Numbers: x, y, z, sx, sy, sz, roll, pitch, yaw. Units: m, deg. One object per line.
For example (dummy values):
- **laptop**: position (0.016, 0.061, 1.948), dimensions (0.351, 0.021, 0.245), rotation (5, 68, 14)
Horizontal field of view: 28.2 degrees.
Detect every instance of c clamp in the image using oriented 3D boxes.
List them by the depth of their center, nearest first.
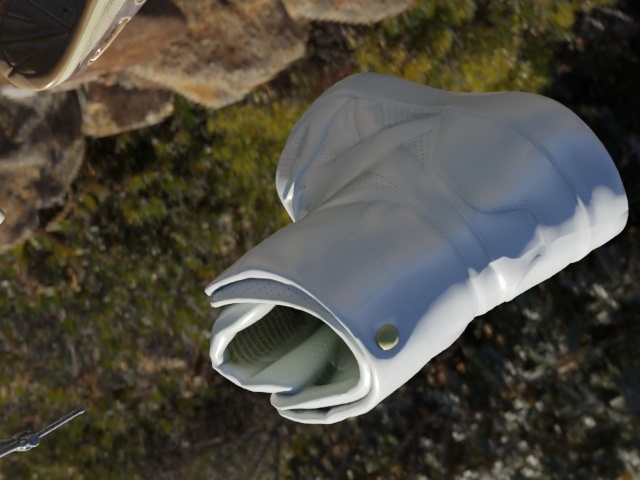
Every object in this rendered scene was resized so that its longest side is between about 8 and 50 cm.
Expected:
- **c clamp**: position (-0.308, 0.196, 1.169), dimensions (0.137, 0.022, 0.160), rotation (-26, -174, -42)

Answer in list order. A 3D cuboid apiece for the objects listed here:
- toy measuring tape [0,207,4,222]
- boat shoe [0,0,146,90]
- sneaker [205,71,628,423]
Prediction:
- **toy measuring tape**: position (-0.456, 0.049, 1.204), dimensions (0.330, 0.121, 0.121), rotation (-14, 134, 0)
- **boat shoe**: position (-0.194, -0.296, 1.246), dimensions (0.342, 0.123, 0.123), rotation (-58, 166, 16)
- **sneaker**: position (0.000, 0.000, 0.637), dimensions (0.169, 0.292, 0.108), rotation (-35, 104, -17)
